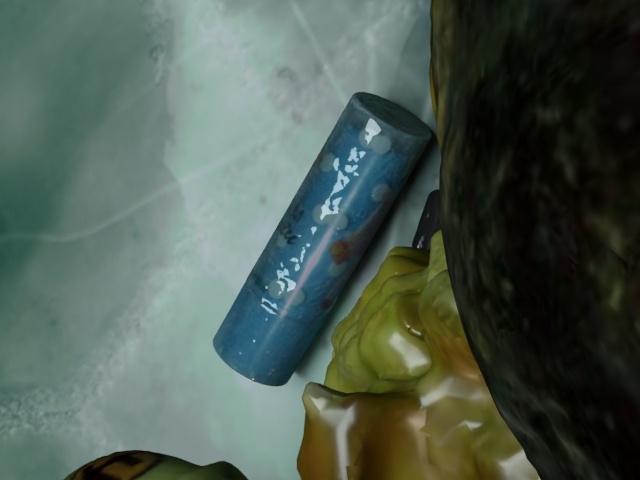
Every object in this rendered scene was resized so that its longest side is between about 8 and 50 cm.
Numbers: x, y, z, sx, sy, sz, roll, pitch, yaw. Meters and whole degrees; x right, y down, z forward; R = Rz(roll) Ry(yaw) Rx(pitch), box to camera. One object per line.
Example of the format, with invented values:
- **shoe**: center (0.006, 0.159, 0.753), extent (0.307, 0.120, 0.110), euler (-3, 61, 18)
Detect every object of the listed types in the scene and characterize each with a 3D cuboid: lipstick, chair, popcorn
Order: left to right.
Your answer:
- **lipstick**: center (0.000, 0.000, 1.020), extent (0.048, 0.048, 0.158), euler (42, 112, 30)
- **chair**: center (0.062, -0.003, 0.950), extent (0.042, 0.086, 0.037), euler (22, 100, 29)
- **popcorn**: center (0.122, 0.078, 0.817), extent (0.270, 0.258, 0.224), euler (-5, 78, -5)

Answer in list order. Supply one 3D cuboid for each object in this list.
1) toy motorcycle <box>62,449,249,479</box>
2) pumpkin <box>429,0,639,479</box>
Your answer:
- **toy motorcycle**: center (-0.051, 0.249, 0.926), extent (0.237, 0.168, 0.410), euler (46, 146, 25)
- **pumpkin**: center (0.251, -0.036, 0.485), extent (0.454, 0.454, 0.344), euler (60, 162, 22)
